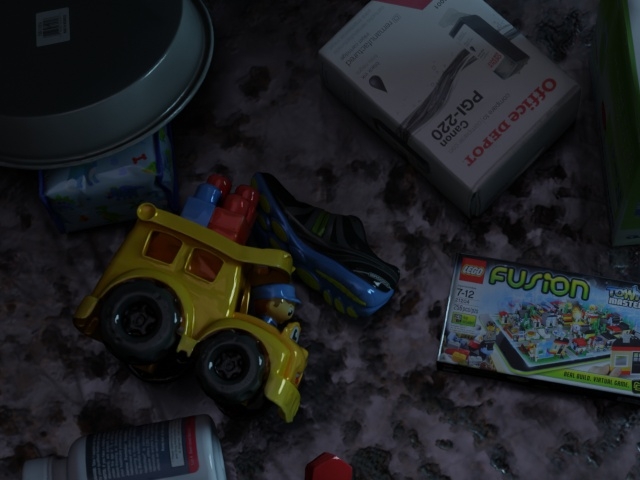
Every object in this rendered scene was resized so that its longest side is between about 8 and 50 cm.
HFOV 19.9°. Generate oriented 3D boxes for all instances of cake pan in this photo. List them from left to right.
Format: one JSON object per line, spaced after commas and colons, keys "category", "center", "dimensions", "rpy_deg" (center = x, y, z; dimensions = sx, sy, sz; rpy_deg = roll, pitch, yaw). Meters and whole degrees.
{"category": "cake pan", "center": [-0.254, -0.195, 1.802], "dimensions": [0.293, 0.054, 0.293], "rpy_deg": [-6, 50, 7]}

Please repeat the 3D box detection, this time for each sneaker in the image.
{"category": "sneaker", "center": [0.000, 0.000, 1.786], "dimensions": [0.188, 0.067, 0.078], "rpy_deg": [40, 52, 20]}

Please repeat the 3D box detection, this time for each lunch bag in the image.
{"category": "lunch bag", "center": [-0.214, -0.098, 1.813], "dimensions": [0.128, 0.096, 0.151], "rpy_deg": [-9, 58, 4]}

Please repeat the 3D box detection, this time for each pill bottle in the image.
{"category": "pill bottle", "center": [-0.182, 0.229, 1.701], "dimensions": [0.180, 0.108, 0.108], "rpy_deg": [-10, 73, 1]}

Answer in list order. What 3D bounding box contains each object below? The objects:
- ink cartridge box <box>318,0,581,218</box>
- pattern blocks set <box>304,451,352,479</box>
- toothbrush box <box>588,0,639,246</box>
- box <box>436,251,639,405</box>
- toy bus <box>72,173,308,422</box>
{"category": "ink cartridge box", "center": [0.127, -0.153, 1.801], "dimensions": [0.218, 0.092, 0.158], "rpy_deg": [43, 81, 13]}
{"category": "pattern blocks set", "center": [0.028, 0.372, 1.602], "dimensions": [0.285, 0.026, 0.325], "rpy_deg": [27, 85, -28]}
{"category": "toothbrush box", "center": [0.326, -0.134, 1.680], "dimensions": [0.122, 0.283, 0.206], "rpy_deg": [-5, 74, 4]}
{"category": "box", "center": [0.222, 0.085, 1.751], "dimensions": [0.207, 0.036, 0.114], "rpy_deg": [9, 74, 7]}
{"category": "toy bus", "center": [-0.093, 0.048, 1.725], "dimensions": [0.220, 0.149, 0.211], "rpy_deg": [24, 78, 9]}
